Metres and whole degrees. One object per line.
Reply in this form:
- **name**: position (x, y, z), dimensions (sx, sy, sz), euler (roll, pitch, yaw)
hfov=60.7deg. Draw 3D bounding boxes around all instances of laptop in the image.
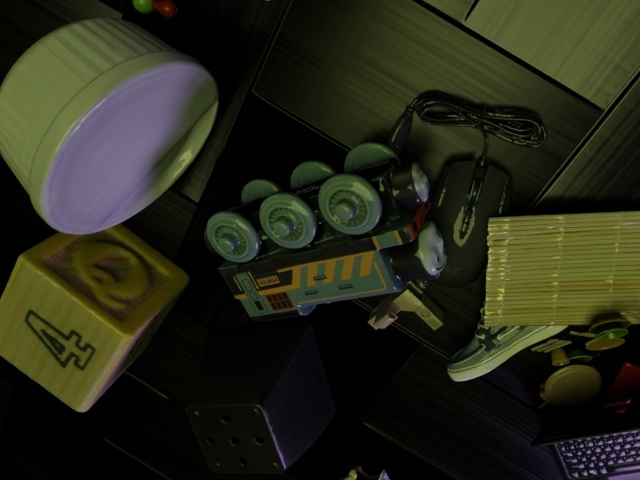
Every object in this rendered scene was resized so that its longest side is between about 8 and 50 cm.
- **laptop**: position (0.436, 0.303, 0.734), dimensions (0.234, 0.136, 0.264), euler (-19, 109, 24)

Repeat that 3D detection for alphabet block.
- **alphabet block**: position (-0.357, 0.106, 0.853), dimensions (0.193, 0.192, 0.197), euler (37, 117, -4)

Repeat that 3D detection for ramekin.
- **ramekin**: position (-0.266, -0.145, 0.680), dimensions (0.127, 0.273, 0.273), euler (42, 119, 9)

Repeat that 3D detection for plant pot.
- **plant pot**: position (-0.103, 0.258, 0.860), dimensions (0.187, 0.167, 0.188), euler (-8, 112, 20)

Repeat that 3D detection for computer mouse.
- **computer mouse**: position (0.156, -0.056, 0.702), dimensions (0.184, 0.060, 0.262), euler (20, 117, 6)

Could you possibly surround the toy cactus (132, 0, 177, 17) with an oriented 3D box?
- **toy cactus**: position (-0.248, -0.388, 0.658), dimensions (0.180, 0.112, 0.219), euler (11, 125, 22)

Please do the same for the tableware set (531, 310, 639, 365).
- **tableware set**: position (0.361, 0.133, 0.703), dimensions (0.104, 0.024, 0.154), euler (13, 146, -26)

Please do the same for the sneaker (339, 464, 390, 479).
- **sneaker**: position (0.050, 0.432, 0.964), dimensions (0.161, 0.057, 0.075), euler (-8, 94, 21)

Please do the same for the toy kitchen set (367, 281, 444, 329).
- **toy kitchen set**: position (0.120, 0.118, 0.786), dimensions (0.075, 0.068, 0.083), euler (43, 118, -6)

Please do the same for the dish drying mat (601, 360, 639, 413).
- **dish drying mat**: position (0.429, 0.208, 0.771), dimensions (0.032, 0.008, 0.083), euler (15, 117, 8)

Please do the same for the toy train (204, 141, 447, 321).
- **toy train**: position (0.000, 0.000, 0.722), dimensions (0.334, 0.142, 0.190), euler (-14, 115, 30)

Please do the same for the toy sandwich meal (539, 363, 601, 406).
- **toy sandwich meal**: position (0.354, 0.203, 0.776), dimensions (0.085, 0.029, 0.086), euler (1, 119, 2)

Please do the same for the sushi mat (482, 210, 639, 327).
- **sushi mat**: position (0.363, 0.037, 0.671), dimensions (0.316, 0.019, 0.151), euler (-2, 106, 7)

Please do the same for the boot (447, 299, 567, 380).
- **boot**: position (0.241, 0.116, 0.757), dimensions (0.190, 0.069, 0.086), euler (-36, 95, 18)
